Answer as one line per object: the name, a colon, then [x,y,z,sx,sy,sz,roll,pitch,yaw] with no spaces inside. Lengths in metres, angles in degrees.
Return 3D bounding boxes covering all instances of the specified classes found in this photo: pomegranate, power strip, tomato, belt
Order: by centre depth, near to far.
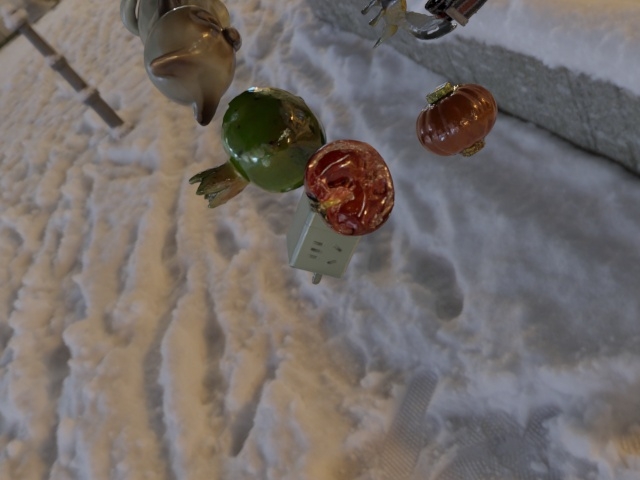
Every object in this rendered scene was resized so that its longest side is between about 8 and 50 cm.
tomato: [0.042,-0.083,1.056,0.139,0.159,0.091,-35,7,-8]
pomegranate: [-0.131,-0.178,1.356,0.302,0.236,0.236,-43,38,0]
power strip: [0.000,0.000,1.530,0.139,0.140,0.224,-101,30,-55]
belt: [0.413,-0.633,1.532,0.359,0.094,0.126,-20,62,41]

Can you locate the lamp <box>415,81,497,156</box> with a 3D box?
lamp: [0.358,-0.317,1.717,0.223,0.197,0.223,-32,10,6]

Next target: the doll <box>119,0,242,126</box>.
doll: [-0.295,-0.449,1.439,0.226,0.215,0.370,-33,49,2]

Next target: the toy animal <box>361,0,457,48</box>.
toy animal: [0.111,-0.388,1.101,0.155,0.095,0.219,-44,68,40]
